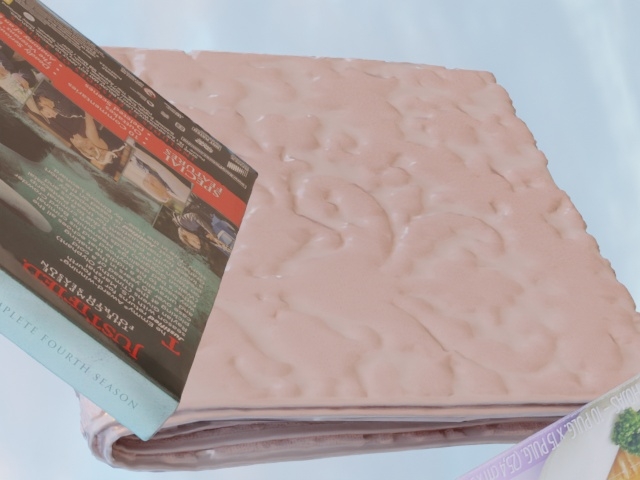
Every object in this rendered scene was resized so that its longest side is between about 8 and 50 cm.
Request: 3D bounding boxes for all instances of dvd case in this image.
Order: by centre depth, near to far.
[{"bbox_3d":[-0.055,-0.016,0.376,0.087,0.013,0.119,38,-161,-11],"label":"dvd case"}]

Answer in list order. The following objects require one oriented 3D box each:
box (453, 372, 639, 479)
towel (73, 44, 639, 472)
[{"bbox_3d":[0.184,0.039,0.589,0.067,0.324,0.063,29,-146,-52],"label":"box"},{"bbox_3d":[0.000,0.000,1.056,0.332,0.317,0.053,-112,30,-50],"label":"towel"}]
